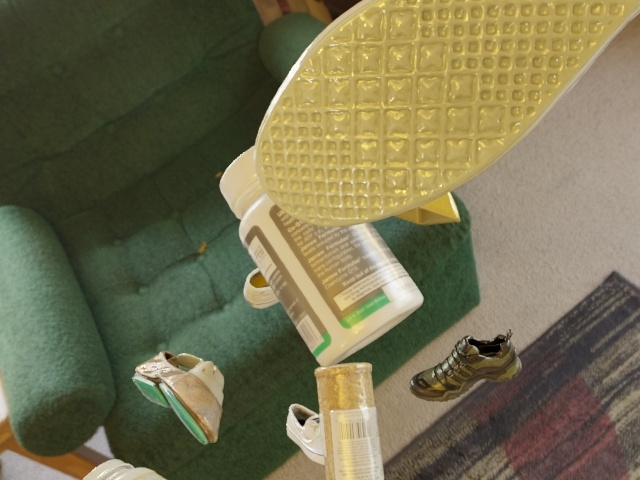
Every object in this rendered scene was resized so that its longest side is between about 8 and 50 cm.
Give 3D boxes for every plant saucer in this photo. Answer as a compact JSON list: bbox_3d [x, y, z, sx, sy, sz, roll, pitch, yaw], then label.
[{"bbox_3d":[0.126,-0.125,1.253,0.333,0.333,0.081,19,89,-3],"label":"plant saucer"}]

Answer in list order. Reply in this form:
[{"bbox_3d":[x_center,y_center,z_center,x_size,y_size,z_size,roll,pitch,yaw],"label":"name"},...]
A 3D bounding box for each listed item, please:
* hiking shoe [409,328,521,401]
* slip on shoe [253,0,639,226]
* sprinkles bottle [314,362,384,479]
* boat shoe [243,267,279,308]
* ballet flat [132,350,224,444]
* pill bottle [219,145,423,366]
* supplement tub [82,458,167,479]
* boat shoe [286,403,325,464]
[{"bbox_3d":[0.278,0.239,1.111,0.227,0.114,0.086,-20,26,2],"label":"hiking shoe"},{"bbox_3d":[0.098,-0.128,0.336,0.331,0.123,0.101,-41,9,13],"label":"slip on shoe"},{"bbox_3d":[0.063,0.425,1.101,0.121,0.121,0.355,-9,74,14],"label":"sprinkles bottle"},{"bbox_3d":[-0.059,0.059,1.624,0.367,0.156,0.136,-24,65,-19],"label":"boat shoe"},{"bbox_3d":[-0.232,0.249,0.970,0.106,0.107,0.316,-37,26,-29],"label":"ballet flat"},{"bbox_3d":[-0.008,0.010,0.948,0.204,0.204,0.361,-32,76,-5],"label":"pill bottle"},{"bbox_3d":[-0.372,0.647,1.204,0.331,0.241,0.241,22,64,21],"label":"supplement tub"},{"bbox_3d":[-0.014,0.493,1.433,0.095,0.084,0.258,-10,10,-36],"label":"boat shoe"}]
